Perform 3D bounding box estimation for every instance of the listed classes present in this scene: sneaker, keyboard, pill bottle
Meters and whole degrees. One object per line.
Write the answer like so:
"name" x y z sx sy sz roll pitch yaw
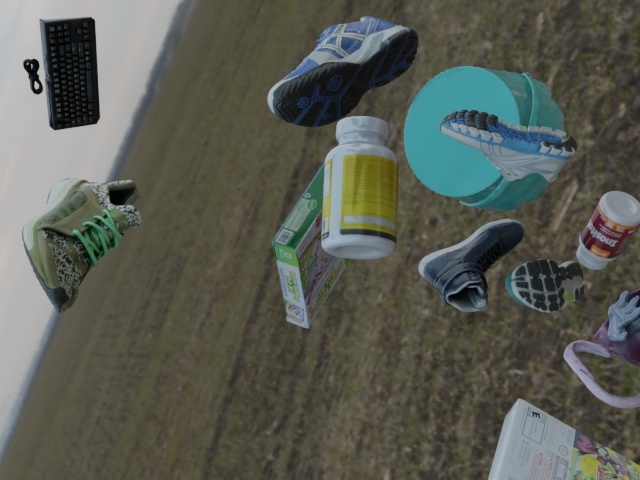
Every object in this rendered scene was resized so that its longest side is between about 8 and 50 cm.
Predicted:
"sneaker" -0.438 -0.022 1.761 0.410 0.182 0.158 -95 -15 -58
"sneaker" 0.017 -0.202 1.090 0.211 0.081 0.080 -31 -37 -29
"keyboard" -0.386 -0.246 1.381 0.023 0.108 0.180 -121 29 -46
"sneaker" 0.256 -0.124 1.299 0.071 0.191 0.082 -73 -1 -53
"pill bottle" 0.551 -0.015 1.775 0.152 0.086 0.086 105 176 -46
"sneaker" 0.444 0.099 1.882 0.110 0.275 0.107 -12 80 36
"pill bottle" 0.056 -0.072 1.271 0.103 0.103 0.184 148 127 -68
"sneaker" 0.322 0.052 1.801 0.226 0.086 0.163 -28 30 -2

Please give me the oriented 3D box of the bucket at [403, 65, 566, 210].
"bucket" 0.305 -0.193 1.734 0.281 0.183 0.281 -1 88 37

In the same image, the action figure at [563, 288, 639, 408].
"action figure" 0.589 0.189 1.337 0.275 0.370 0.248 -48 43 22

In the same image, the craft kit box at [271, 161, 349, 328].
"craft kit box" 0.000 0.000 1.760 0.249 0.061 0.246 -58 -21 -32

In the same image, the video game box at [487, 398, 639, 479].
"video game box" 0.289 0.305 1.085 0.205 0.187 0.048 -55 -10 -53
